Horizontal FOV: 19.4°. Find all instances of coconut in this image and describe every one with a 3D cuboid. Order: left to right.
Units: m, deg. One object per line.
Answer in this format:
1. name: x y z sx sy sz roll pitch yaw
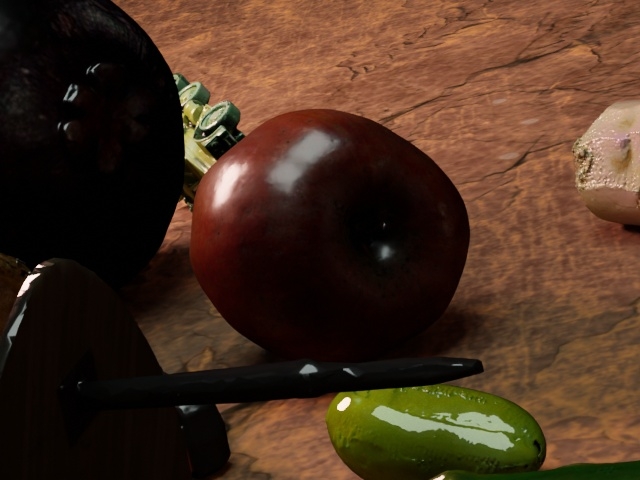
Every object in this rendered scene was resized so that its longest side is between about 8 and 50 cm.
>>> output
1. coconut: 0.295 -0.068 1.672 0.116 0.116 0.122 -28 17 -34

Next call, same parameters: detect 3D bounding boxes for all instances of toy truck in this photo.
1. toy truck: -0.138 -0.091 2.149 0.135 0.128 0.259 -46 26 -8

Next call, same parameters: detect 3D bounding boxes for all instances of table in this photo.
1. table: -0.022 0.186 1.036 0.249 0.317 0.317 5 24 20

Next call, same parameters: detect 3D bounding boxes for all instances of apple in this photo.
1. apple: -0.001 -0.001 1.559 0.234 0.234 0.234 -14 18 5

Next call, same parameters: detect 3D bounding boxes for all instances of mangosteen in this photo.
1. mangosteen: -0.347 -0.088 1.892 0.435 0.382 0.382 -11 16 43

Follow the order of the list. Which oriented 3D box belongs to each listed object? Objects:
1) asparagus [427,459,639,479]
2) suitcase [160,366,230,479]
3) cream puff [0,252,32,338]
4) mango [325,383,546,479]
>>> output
1. asparagus: 0.162 0.168 1.127 0.343 0.082 0.085 -7 23 29
2. suitcase: -0.232 0.179 1.454 0.285 0.066 0.206 -23 19 -21
3. cream puff: -0.326 0.108 1.646 0.183 0.183 0.169 -30 -1 -37
4. mango: 0.079 0.142 1.295 0.165 0.074 0.091 11 24 31
